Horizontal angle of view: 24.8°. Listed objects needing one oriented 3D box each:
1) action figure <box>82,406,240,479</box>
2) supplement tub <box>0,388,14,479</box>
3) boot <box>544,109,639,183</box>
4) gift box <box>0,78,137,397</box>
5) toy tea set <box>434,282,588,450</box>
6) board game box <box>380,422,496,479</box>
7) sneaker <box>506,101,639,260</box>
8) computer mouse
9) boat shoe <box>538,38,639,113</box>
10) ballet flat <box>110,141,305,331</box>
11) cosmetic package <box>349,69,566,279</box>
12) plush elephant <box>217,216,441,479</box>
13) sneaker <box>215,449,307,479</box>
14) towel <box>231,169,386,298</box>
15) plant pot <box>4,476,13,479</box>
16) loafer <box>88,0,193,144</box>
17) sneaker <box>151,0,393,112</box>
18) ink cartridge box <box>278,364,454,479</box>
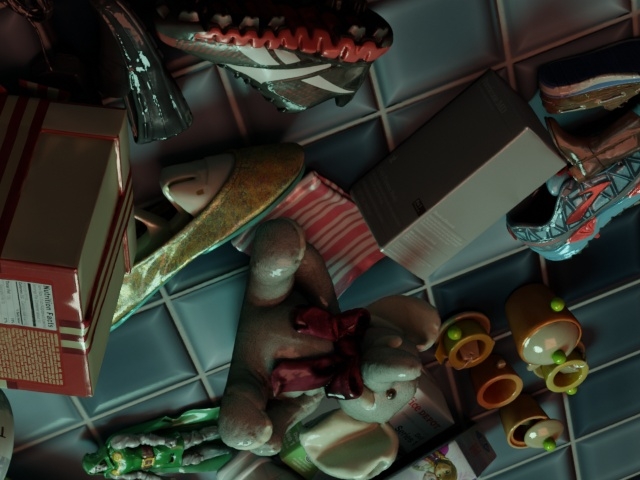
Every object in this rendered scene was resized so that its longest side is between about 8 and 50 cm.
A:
[{"bbox_3d":[-0.218,0.294,2.018,0.232,0.063,0.137,-7,123,-22],"label":"action figure"},{"bbox_3d":[-0.547,0.211,1.693,0.207,0.207,0.338,-43,134,19],"label":"supplement tub"},{"bbox_3d":[0.348,-0.137,1.807,0.114,0.037,0.106,-30,116,14],"label":"boot"},{"bbox_3d":[-0.342,-0.019,1.519,0.276,0.258,0.255,11,139,-1],"label":"gift box"},{"bbox_3d":[0.310,0.205,2.117,0.200,0.124,0.336,-31,136,6],"label":"toy tea set"},{"bbox_3d":[0.096,0.384,2.119,0.318,0.066,0.318,-32,171,9],"label":"board game box"},{"bbox_3d":[0.343,-0.081,1.876,0.125,0.104,0.262,22,119,-34],"label":"sneaker"},{"bbox_3d":[-0.288,-0.205,1.536,0.071,0.041,0.242,-3,134,16],"label":"computer mouse"},{"bbox_3d":[0.359,-0.200,1.803,0.183,0.066,0.066,-9,140,-1],"label":"boat shoe"},{"bbox_3d":[-0.177,-0.022,1.707,0.348,0.123,0.123,-37,135,13],"label":"ballet flat"},{"bbox_3d":[0.168,-0.080,1.784,0.238,0.127,0.107,-43,133,17],"label":"cosmetic package"},{"bbox_3d":[0.019,0.151,1.804,0.255,0.272,0.330,11,168,-2],"label":"plush elephant"},{"bbox_3d":[-0.060,0.374,2.086,0.105,0.115,0.281,-42,157,8],"label":"sneaker"},{"bbox_3d":[0.000,0.000,1.857,0.144,0.029,0.197,-42,134,16],"label":"towel"},{"bbox_3d":[-0.393,0.458,1.983,0.276,0.276,0.254,-37,124,13],"label":"plant pot"},{"bbox_3d":[-0.205,-0.184,1.557,0.078,0.076,0.223,-30,140,-6],"label":"loafer"},{"bbox_3d":[-0.059,-0.203,1.586,0.276,0.098,0.135,3,128,-28],"label":"sneaker"},{"bbox_3d":[0.058,0.254,2.078,0.219,0.093,0.160,-34,136,11],"label":"ink cartridge box"}]
